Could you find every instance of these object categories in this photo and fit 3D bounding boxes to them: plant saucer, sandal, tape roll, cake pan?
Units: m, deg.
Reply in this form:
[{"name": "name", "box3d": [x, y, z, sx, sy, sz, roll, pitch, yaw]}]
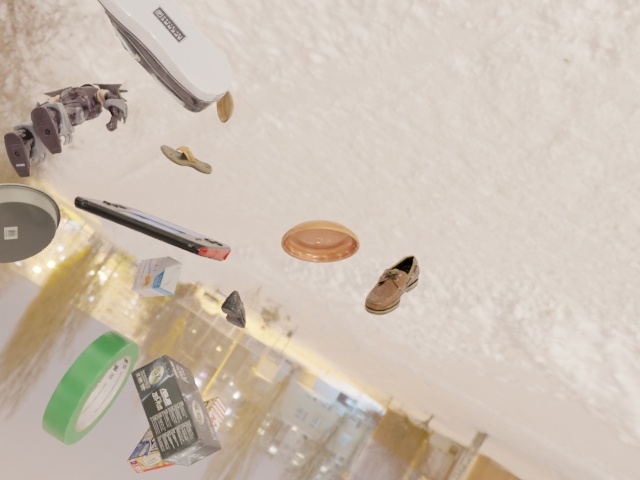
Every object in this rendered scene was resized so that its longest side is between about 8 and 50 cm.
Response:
[{"name": "plant saucer", "box3d": [0.000, 0.000, 1.601, 0.200, 0.037, 0.200, 1, 154, 0]}, {"name": "plant saucer", "box3d": [-0.221, -0.318, 1.481, 0.015, 0.083, 0.083, -6, -169, -31]}, {"name": "sandal", "box3d": [-0.382, -0.243, 1.822, 0.180, 0.049, 0.072, 20, -156, -42]}, {"name": "tape roll", "box3d": [-0.633, 0.407, 1.757, 0.077, 0.321, 0.321, 30, 169, 5]}, {"name": "cake pan", "box3d": [-0.889, -0.038, 1.794, 0.054, 0.293, 0.293, 60, -174, 33]}]

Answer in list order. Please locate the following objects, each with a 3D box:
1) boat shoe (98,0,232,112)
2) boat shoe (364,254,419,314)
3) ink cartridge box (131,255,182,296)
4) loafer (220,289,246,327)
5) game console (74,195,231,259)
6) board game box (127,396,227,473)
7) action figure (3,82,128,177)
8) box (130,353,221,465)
[{"name": "boat shoe", "box3d": [-0.256, -0.316, 0.915, 0.301, 0.108, 0.102, 47, 143, -16]}, {"name": "boat shoe", "box3d": [0.232, 0.138, 2.071, 0.111, 0.307, 0.104, 15, 118, 24]}, {"name": "ink cartridge box", "box3d": [-0.514, 0.113, 1.938, 0.181, 0.104, 0.061, -8, 151, 39]}, {"name": "loafer", "box3d": [-0.234, 0.200, 1.788, 0.062, 0.061, 0.170, 20, 154, 11]}, {"name": "game console", "box3d": [-0.463, -0.035, 1.810, 0.387, 0.060, 0.342, 20, 176, 6]}, {"name": "board game box", "box3d": [-0.319, 0.435, 1.413, 0.193, 0.147, 0.045, -21, 111, 26]}, {"name": "action figure", "box3d": [-0.453, -0.219, 1.131, 0.285, 0.185, 0.099, -79, -29, -61]}, {"name": "box", "box3d": [-0.273, 0.326, 1.206, 0.180, 0.077, 0.147, 61, 176, 25]}]
